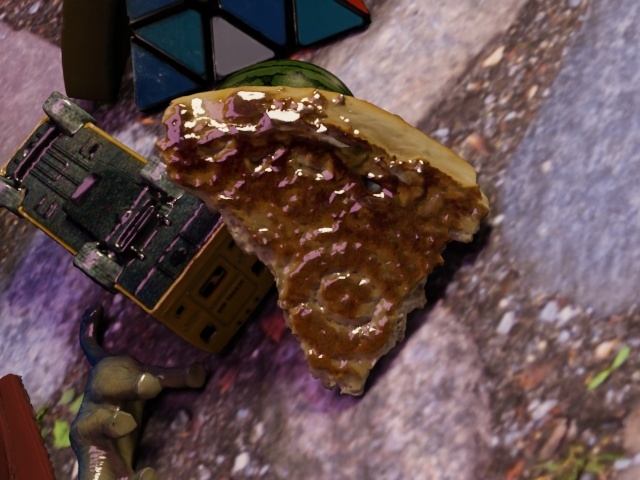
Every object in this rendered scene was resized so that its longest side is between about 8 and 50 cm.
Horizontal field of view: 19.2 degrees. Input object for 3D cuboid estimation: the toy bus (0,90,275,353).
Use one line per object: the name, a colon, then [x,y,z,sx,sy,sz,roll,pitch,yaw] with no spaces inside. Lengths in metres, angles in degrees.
toy bus: [-0.174,-0.019,1.699,0.121,0.123,0.335,-54,39,-4]

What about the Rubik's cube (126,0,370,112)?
Rubik's cube: [-0.042,-0.290,1.844,0.250,0.284,0.234,7,38,18]

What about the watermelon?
watermelon: [-0.014,-0.085,1.603,0.187,0.140,0.140,-8,52,17]

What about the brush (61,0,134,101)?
brush: [-0.218,-0.236,1.879,0.059,0.197,0.123,8,58,0]

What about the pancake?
pancake: [0.000,0.000,1.509,0.266,0.057,0.244,2,88,4]

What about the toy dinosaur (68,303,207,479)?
toy dinosaur: [-0.196,0.163,1.637,0.188,0.075,0.247,-7,59,51]

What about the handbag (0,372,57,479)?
handbag: [-0.343,0.261,1.665,0.260,0.084,0.275,-41,39,13]
